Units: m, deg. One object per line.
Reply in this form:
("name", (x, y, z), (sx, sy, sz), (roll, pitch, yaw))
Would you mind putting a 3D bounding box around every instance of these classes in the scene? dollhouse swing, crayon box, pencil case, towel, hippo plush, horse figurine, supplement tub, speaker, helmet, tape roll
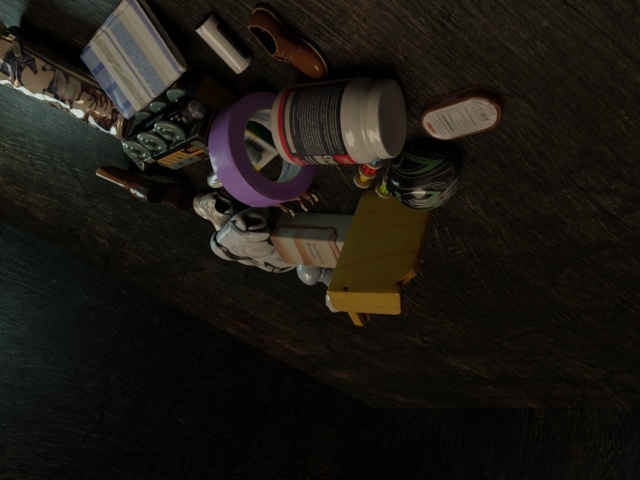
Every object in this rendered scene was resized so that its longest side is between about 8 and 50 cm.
("dollhouse swing", (0.213, 0.077, 1.512), (0.314, 0.347, 0.305), (-2, 144, 37))
("crayon box", (-0.273, -0.319, 1.432), (0.318, 0.081, 0.202), (32, 150, -21))
("pencil case", (-0.696, -0.434, 1.437), (0.410, 0.160, 0.183), (25, 164, -7))
("towel", (-0.463, -0.445, 1.273), (0.284, 0.034, 0.209), (-22, 108, 39))
("hippo plush", (0.050, 0.094, 1.880), (0.236, 0.235, 0.294), (32, -162, 17))
("horse figurine", (-0.122, -0.140, 1.667), (0.174, 0.066, 0.263), (31, 154, -30))
("supplement tub", (0.041, -0.270, 1.183), (0.272, 0.191, 0.191), (4, 148, 31))
("speaker", (-0.222, -0.451, 1.188), (0.055, 0.055, 0.136), (-8, 140, 43))
("helmet", (0.262, -0.156, 1.284), (0.161, 0.169, 0.169), (24, 158, 33))
("tape roll", (-0.139, -0.225, 1.298), (0.090, 0.275, 0.274), (-10, 139, 47))

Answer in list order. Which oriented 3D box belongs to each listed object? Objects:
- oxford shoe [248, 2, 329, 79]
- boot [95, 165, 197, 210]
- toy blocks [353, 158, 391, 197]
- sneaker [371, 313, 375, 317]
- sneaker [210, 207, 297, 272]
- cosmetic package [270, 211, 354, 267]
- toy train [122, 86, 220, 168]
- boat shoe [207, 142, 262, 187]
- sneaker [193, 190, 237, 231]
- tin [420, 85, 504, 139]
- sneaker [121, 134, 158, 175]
("oxford shoe", (-0.072, -0.413, 1.132), (0.212, 0.076, 0.076), (33, 149, -25))
("boot", (-0.617, -0.191, 1.863), (0.280, 0.096, 0.264), (22, -163, 30))
("toy blocks", (0.167, -0.185, 1.395), (0.123, 0.054, 0.148), (24, 152, -3))
("sneaker", (0.165, 0.204, 2.076), (0.087, 0.130, 0.227), (27, -176, -37))
("sneaker", (-0.191, -0.001, 1.859), (0.365, 0.138, 0.210), (13, 143, -28))
("cosmetic package", (0.000, 0.000, 1.749), (0.295, 0.129, 0.153), (3, 139, 30))
("toy train", (-0.375, -0.274, 1.362), (0.333, 0.142, 0.190), (-10, 149, 45))
("boat shoe", (-0.257, -0.217, 1.446), (0.227, 0.079, 0.081), (-18, 125, 43))
("sneaker", (-0.337, -0.083, 1.891), (0.121, 0.099, 0.262), (-13, 139, 41))
("tin", (0.310, -0.279, 1.149), (0.189, 0.040, 0.106), (-8, 136, 44))
("sneaker", (-0.612, -0.294, 1.748), (0.086, 0.064, 0.192), (41, 167, 12))
